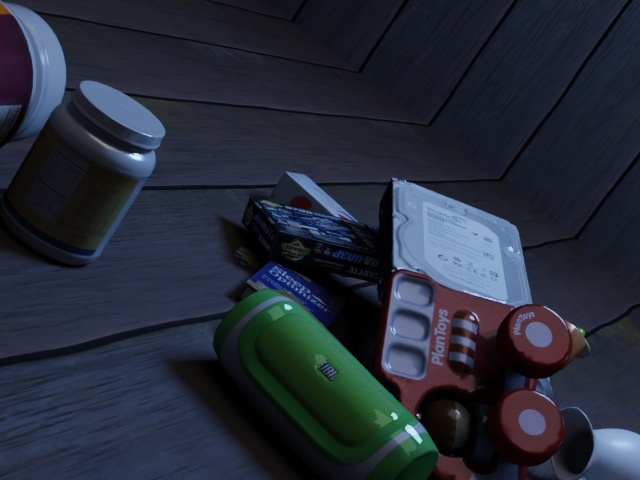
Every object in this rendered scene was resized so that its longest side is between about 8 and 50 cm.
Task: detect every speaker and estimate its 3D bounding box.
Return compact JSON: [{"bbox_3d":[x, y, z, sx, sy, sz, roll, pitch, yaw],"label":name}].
[{"bbox_3d":[0.002,0.191,1.526,0.296,0.131,0.131,43,18,27],"label":"speaker"}]

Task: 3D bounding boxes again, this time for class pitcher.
[{"bbox_3d":[0.433,0.363,1.909,0.207,0.125,0.177,28,55,-35],"label":"pitcher"}]

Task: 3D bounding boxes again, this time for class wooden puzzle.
[{"bbox_3d":[-0.109,0.029,1.974,0.049,0.006,0.083,34,16,-1],"label":"wooden puzzle"}]

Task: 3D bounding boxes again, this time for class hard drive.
[{"bbox_3d":[0.208,0.029,1.983,0.237,0.064,0.339,22,25,-7],"label":"hard drive"}]

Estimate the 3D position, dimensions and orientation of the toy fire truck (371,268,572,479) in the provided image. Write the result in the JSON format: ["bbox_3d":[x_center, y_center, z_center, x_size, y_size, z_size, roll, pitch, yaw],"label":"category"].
[{"bbox_3d":[0.183,0.200,1.693,0.254,0.169,0.302,15,59,-6],"label":"toy fire truck"}]

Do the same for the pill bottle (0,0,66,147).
[{"bbox_3d":[-0.482,-0.200,1.515,0.224,0.224,0.392,37,17,10],"label":"pill bottle"}]

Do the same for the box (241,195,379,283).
[{"bbox_3d":[0.000,0.000,2.037,0.220,0.051,0.175,13,15,-23],"label":"box"}]

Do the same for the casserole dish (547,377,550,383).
[{"bbox_3d":[0.343,0.215,2.269,0.188,0.037,0.114,35,17,-1],"label":"casserole dish"}]

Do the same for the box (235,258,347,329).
[{"bbox_3d":[-0.036,0.086,1.908,0.136,0.036,0.225,35,15,3],"label":"box"}]

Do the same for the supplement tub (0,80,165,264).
[{"bbox_3d":[-0.298,-0.085,1.592,0.144,0.199,0.144,31,16,-10],"label":"supplement tub"}]

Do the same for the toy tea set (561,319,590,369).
[{"bbox_3d":[0.302,0.113,2.138,0.336,0.200,0.124,33,60,16],"label":"toy tea set"}]

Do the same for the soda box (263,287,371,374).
[{"bbox_3d":[-0.020,0.142,1.678,0.181,0.061,0.058,44,20,31],"label":"soda box"}]

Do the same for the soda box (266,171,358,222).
[{"bbox_3d":[0.005,-0.030,2.239,0.216,0.074,0.069,43,19,26],"label":"soda box"}]

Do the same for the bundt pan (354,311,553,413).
[{"bbox_3d":[0.220,0.191,1.950,0.331,0.124,0.331,30,17,-10],"label":"bundt pan"}]

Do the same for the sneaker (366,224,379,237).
[{"bbox_3d":[0.192,0.056,2.325,0.319,0.131,0.112,17,8,31],"label":"sneaker"}]
